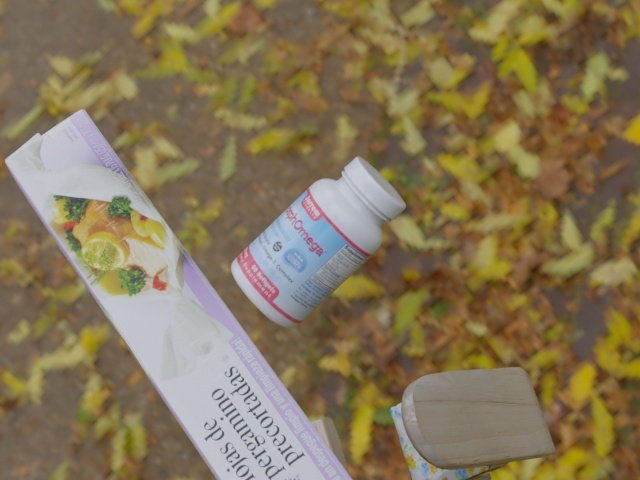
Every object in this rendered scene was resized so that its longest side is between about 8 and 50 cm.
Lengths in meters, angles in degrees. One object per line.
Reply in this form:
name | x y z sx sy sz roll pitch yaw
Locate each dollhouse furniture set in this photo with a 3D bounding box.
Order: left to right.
dollhouse furniture set | -0.001 0.333 1.285 0.362 0.256 0.394 -31 69 38

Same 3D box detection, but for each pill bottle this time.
pill bottle | 0.000 0.000 1.682 0.160 0.087 0.087 -44 41 10

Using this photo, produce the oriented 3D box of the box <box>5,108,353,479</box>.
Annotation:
box | -0.083 0.058 1.091 0.063 0.067 0.324 -34 64 -6
